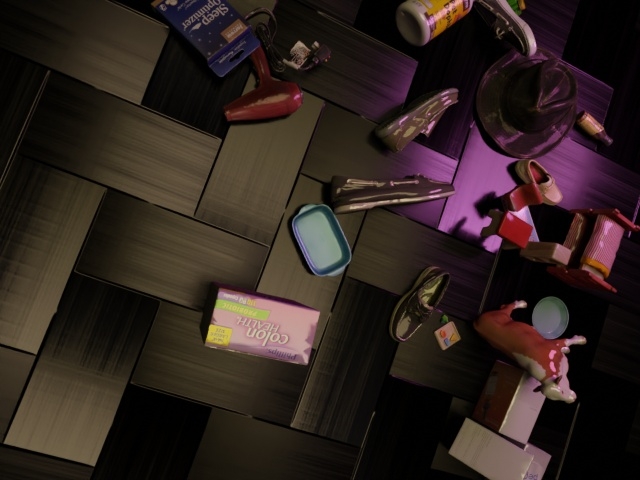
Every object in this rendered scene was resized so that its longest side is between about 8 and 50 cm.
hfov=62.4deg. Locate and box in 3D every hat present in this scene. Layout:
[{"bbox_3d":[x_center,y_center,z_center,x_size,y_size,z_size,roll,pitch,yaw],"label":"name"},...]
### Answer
[{"bbox_3d":[0.598,-0.387,1.427,0.332,0.134,0.330,0,90,-16],"label":"hat"}]

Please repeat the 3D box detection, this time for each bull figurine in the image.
[{"bbox_3d":[0.537,0.268,1.334,0.189,0.310,0.101,-16,128,-29],"label":"bull figurine"}]

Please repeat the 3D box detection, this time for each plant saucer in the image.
[{"bbox_3d":[0.642,0.217,1.489,0.120,0.021,0.119,0,90,-15],"label":"plant saucer"}]

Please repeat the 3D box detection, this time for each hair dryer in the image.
[{"bbox_3d":[-0.134,-0.395,1.272,0.224,0.080,0.293,30,76,3],"label":"hair dryer"}]

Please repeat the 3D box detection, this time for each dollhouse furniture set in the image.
[{"bbox_3d":[0.636,-0.027,1.395,0.374,0.152,0.201,26,83,-23],"label":"dollhouse furniture set"}]

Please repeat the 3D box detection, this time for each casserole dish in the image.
[{"bbox_3d":[0.000,0.000,1.308,0.114,0.037,0.188,-26,95,-14],"label":"casserole dish"}]

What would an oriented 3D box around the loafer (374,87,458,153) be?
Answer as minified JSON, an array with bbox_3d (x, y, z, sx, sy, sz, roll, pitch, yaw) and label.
[{"bbox_3d":[0.255,-0.310,1.362,0.251,0.094,0.087,-33,110,-9],"label":"loafer"}]

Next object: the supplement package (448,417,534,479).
[{"bbox_3d":[0.433,0.544,1.342,0.179,0.105,0.105,27,80,27],"label":"supplement package"}]

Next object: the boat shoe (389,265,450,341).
[{"bbox_3d":[0.256,0.163,1.357,0.080,0.073,0.223,37,80,-12],"label":"boat shoe"}]

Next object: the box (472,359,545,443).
[{"bbox_3d":[0.500,0.421,1.392,0.091,0.130,0.170,28,82,-14],"label":"box"}]

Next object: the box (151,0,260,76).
[{"bbox_3d":[-0.260,-0.501,1.221,0.225,0.036,0.136,45,78,0],"label":"box"}]

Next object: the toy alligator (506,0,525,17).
[{"bbox_3d":[0.520,-0.682,1.453,0.051,0.056,0.189,-23,96,-57],"label":"toy alligator"}]

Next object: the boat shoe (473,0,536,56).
[{"bbox_3d":[0.490,-0.572,1.417,0.070,0.077,0.219,-29,74,-5],"label":"boat shoe"}]

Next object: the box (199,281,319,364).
[{"bbox_3d":[-0.143,0.175,1.160,0.214,0.243,0.117,15,86,-14],"label":"box"}]

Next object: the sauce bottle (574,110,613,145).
[{"bbox_3d":[0.791,-0.322,1.526,0.128,0.042,0.042,35,81,-14],"label":"sauce bottle"}]

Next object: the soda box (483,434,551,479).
[{"bbox_3d":[0.495,0.670,1.406,0.091,0.098,0.286,30,81,-13],"label":"soda box"}]

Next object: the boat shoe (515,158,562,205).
[{"bbox_3d":[0.615,-0.161,1.466,0.170,0.059,0.063,39,80,-12],"label":"boat shoe"}]

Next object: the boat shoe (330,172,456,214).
[{"bbox_3d":[0.185,-0.133,1.320,0.336,0.112,0.095,-9,89,-17],"label":"boat shoe"}]

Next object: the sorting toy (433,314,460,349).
[{"bbox_3d":[0.334,0.243,1.409,0.062,0.012,0.083,-27,97,-14],"label":"sorting toy"}]

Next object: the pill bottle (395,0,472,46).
[{"bbox_3d":[0.305,-0.602,1.356,0.215,0.117,0.117,-39,99,-12],"label":"pill bottle"}]

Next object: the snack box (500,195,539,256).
[{"bbox_3d":[0.557,-0.049,1.468,0.064,0.022,0.178,-21,95,-17],"label":"snack box"}]
